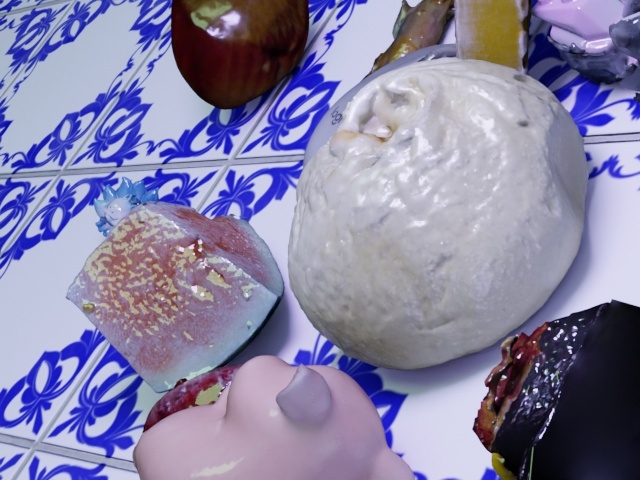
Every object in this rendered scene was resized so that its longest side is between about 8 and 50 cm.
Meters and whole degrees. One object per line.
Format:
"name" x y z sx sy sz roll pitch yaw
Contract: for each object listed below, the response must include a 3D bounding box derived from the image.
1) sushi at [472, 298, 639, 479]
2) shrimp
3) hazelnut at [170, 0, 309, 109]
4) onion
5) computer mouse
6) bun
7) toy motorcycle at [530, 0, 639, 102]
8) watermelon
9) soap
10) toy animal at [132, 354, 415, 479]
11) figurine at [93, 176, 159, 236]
"sushi" 0.215 0.150 1.389 0.150 0.153 0.172 -27 51 62
"shrimp" 0.125 -0.296 2.161 0.117 0.066 0.262 -5 44 50
"hazelnut" -0.130 -0.303 2.362 0.229 0.229 0.229 -31 31 22
"onion" -0.130 0.207 1.791 0.206 0.098 0.151 -34 29 16
"computer mouse" 0.090 -0.150 1.960 0.297 0.121 0.184 -42 28 7
"bun" 0.108 -0.044 1.687 0.352 0.227 0.349 -40 31 11
"toy motorcycle" 0.348 -0.242 1.679 0.143 0.188 0.327 -47 28 -20
"watermelon" -0.170 0.054 1.928 0.213 0.201 0.261 -48 24 2
"soap" 0.207 -0.298 1.886 0.089 0.173 0.274 0 27 7
"toy animal" -0.053 0.219 1.609 0.256 0.195 0.213 -38 22 16
"figurine" -0.277 -0.044 2.322 0.114 0.079 0.114 -13 66 32
